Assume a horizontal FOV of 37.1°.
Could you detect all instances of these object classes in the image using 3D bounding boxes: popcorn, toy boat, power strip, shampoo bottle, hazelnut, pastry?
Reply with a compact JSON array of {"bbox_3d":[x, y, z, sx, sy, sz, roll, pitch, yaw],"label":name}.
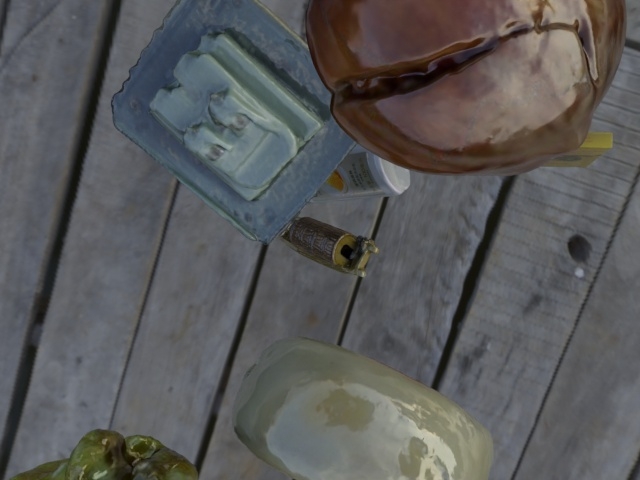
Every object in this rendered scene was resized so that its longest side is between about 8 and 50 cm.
[{"bbox_3d":[-0.243,0.338,1.076,0.276,0.225,0.276,0,127,0],"label":"popcorn"},{"bbox_3d":[0.000,0.000,1.552,0.226,0.088,0.068,23,84,43],"label":"toy boat"},{"bbox_3d":[-0.081,-0.110,0.864,0.213,0.064,0.198,39,122,-3],"label":"power strip"},{"bbox_3d":[0.028,-0.100,1.404,0.227,0.056,0.086,-2,120,48],"label":"shampoo bottle"},{"bbox_3d":[0.077,-0.115,0.540,0.182,0.182,0.182,2,101,8],"label":"hazelnut"},{"bbox_3d":[0.038,0.189,0.941,0.265,0.265,0.133,23,77,3],"label":"pastry"}]

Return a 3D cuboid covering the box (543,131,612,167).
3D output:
[{"bbox_3d":[0.310,-0.114,1.211,0.087,0.155,0.023,-1,85,4],"label":"box"}]
